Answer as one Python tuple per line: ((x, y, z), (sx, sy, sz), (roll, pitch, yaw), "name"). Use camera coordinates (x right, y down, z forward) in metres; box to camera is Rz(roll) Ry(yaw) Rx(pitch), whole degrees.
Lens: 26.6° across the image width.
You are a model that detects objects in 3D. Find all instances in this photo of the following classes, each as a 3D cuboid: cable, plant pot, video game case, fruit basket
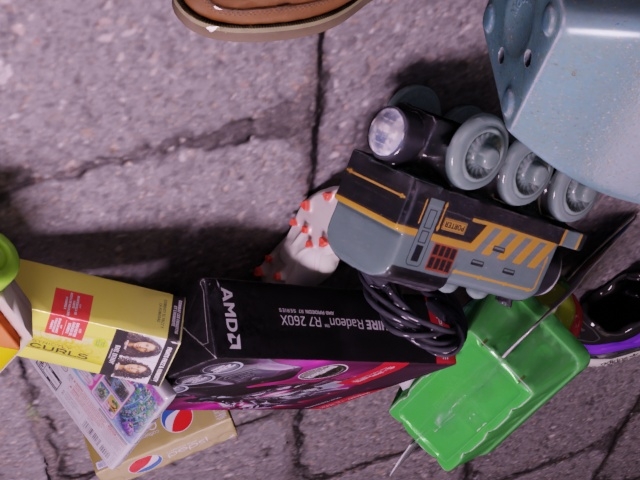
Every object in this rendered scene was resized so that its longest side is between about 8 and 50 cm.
((0.100, 0.058, 1.489), (0.047, 0.184, 0.150), (-45, 150, 19), "cable")
((0.289, -0.187, 1.201), (0.252, 0.247, 0.248), (4, 144, -13), "plant pot")
((-0.230, 0.140, 1.410), (0.019, 0.157, 0.143), (-23, 158, -49), "video game case")
((0.239, 0.122, 1.733), (0.327, 0.165, 0.353), (-51, 177, 40), "fruit basket")

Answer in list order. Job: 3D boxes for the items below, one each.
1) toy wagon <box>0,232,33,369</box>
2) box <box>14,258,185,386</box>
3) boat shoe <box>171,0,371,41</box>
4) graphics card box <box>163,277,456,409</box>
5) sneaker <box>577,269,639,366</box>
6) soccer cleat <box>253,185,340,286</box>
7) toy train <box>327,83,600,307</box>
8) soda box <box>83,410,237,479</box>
((-0.429, 0.064, 1.154), (0.344, 0.068, 0.267), (14, 140, -34), "toy wagon")
((-0.251, 0.072, 1.288), (0.232, 0.058, 0.087), (15, 139, -14), "box")
((0.026, -0.244, 1.041), (0.307, 0.111, 0.104), (-22, 149, -25), "boat shoe")
((-0.053, 0.124, 1.519), (0.371, 0.094, 0.232), (8, 157, -44), "graphics card box")
((0.488, 0.085, 1.922), (0.293, 0.102, 0.146), (-22, 150, -6), "sneaker")
((0.000, 0.000, 1.454), (0.076, 0.068, 0.196), (-7, 154, -38), "soccer cleat")
((0.153, -0.036, 1.378), (0.334, 0.142, 0.190), (14, 102, -46), "toy train")
((-0.199, 0.244, 1.701), (0.181, 0.058, 0.061), (-21, 151, -6), "soda box")
